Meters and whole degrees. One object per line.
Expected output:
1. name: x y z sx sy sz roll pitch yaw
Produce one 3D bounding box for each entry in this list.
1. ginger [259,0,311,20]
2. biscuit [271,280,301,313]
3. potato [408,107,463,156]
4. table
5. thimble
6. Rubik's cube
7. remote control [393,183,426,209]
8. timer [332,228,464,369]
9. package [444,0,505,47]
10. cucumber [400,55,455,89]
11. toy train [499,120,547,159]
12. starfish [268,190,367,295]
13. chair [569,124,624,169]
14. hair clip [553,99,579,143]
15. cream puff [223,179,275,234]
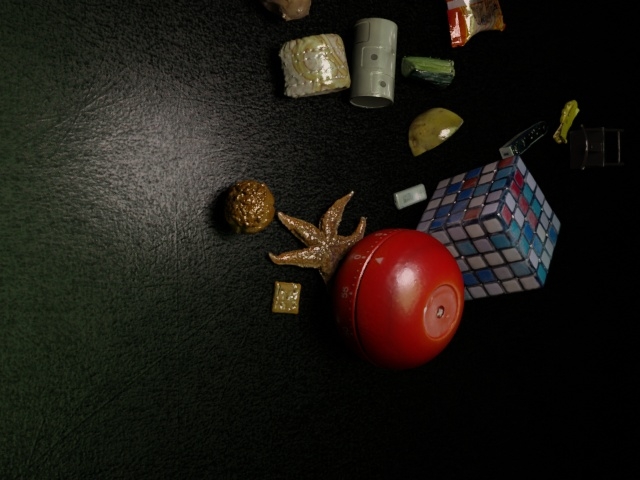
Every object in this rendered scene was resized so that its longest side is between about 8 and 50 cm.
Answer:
1. ginger: -0.064 -0.726 1.654 0.244 0.155 0.304 47 66 -22
2. biscuit: -0.089 0.151 1.700 0.081 0.018 0.083 10 84 -34
3. potato: 0.335 -0.334 1.932 0.081 0.120 0.149 48 64 -24
4. table: 0.147 -0.492 1.809 0.126 0.126 0.219 7 84 -33
5. thimble: -0.020 -0.454 1.693 0.191 0.137 0.143 -15 99 -18
6. Rubik's cube: 0.491 -0.028 1.893 0.292 0.293 0.287 51 47 -20
7. remote control: 0.271 -0.132 1.946 0.125 0.018 0.053 -22 100 -32
8. timer: 0.214 0.157 1.728 0.378 0.279 0.377 -10 104 -44
9. package: 0.490 -0.746 2.055 0.288 0.108 0.223 -32 108 -33
10. cucumber: 0.334 -0.506 1.962 0.193 0.085 0.115 3 43 -32
11. toy train: 0.702 -0.347 2.219 0.234 0.051 0.052 -37 109 -32
12. starfish: 0.002 0.000 1.741 0.303 0.060 0.299 7 88 -33
13. chair: 0.976 -0.332 2.343 0.260 0.141 0.154 -5 93 -36
14. hair clip: 0.899 -0.434 2.354 0.072 0.046 0.173 34 72 -39
15. cream puff: -0.178 -0.088 1.577 0.103 0.127 0.143 70 17 -45
